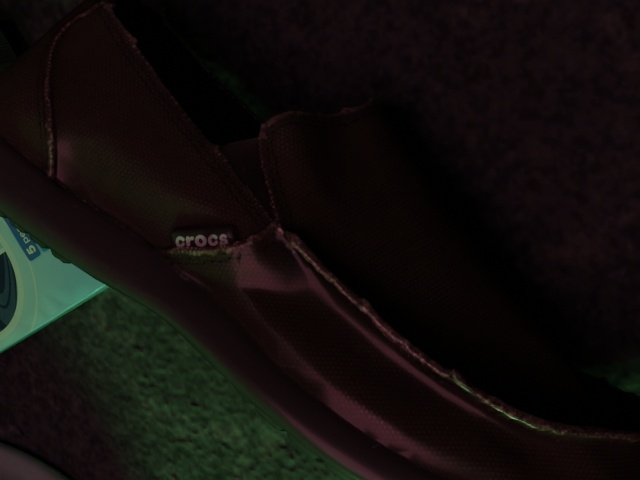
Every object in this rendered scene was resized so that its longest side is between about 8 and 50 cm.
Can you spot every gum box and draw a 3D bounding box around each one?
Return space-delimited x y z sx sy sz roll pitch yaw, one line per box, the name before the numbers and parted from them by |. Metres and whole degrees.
gum box | -0.207 -0.012 0.686 0.184 0.041 0.157 -29 92 33

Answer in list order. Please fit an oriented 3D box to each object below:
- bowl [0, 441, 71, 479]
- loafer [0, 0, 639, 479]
bowl | -0.237 0.285 0.751 0.297 0.134 0.298 10 112 26
loafer | 0.000 0.000 0.525 0.366 0.134 0.130 32 103 10
